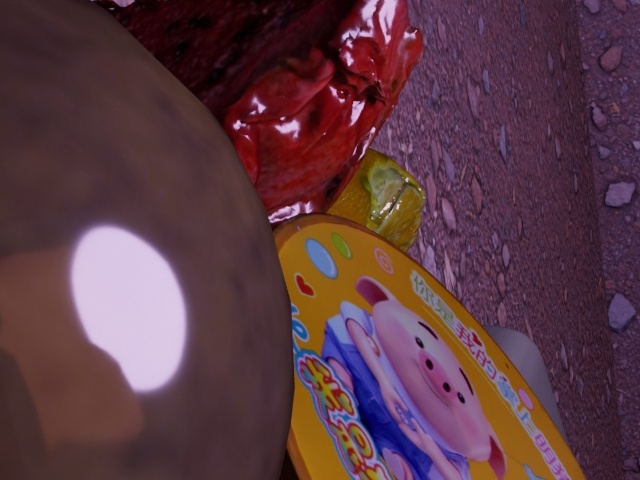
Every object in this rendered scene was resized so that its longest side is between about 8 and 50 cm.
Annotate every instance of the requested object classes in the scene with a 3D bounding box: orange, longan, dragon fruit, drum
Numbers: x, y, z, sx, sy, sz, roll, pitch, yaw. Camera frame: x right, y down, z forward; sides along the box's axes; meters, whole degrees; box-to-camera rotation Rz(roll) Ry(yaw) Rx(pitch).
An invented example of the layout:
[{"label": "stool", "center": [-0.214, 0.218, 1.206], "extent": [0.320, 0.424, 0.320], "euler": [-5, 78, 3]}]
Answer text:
[{"label": "orange", "center": [-0.005, -0.002, 1.079], "extent": [0.179, 0.158, 0.237], "euler": [-56, 176, 37]}, {"label": "longan", "center": [-0.187, 0.073, 0.482], "extent": [0.404, 0.336, 0.404], "euler": [-30, 125, -57]}, {"label": "dragon fruit", "center": [-0.085, -0.095, 0.830], "extent": [0.240, 0.330, 0.302], "euler": [54, 35, -12]}, {"label": "drum", "center": [0.023, 0.210, 0.783], "extent": [0.431, 0.214, 0.431], "euler": [43, 24, -25]}]

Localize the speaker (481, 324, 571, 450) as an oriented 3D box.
[{"label": "speaker", "center": [0.214, 0.307, 1.514], "extent": [0.184, 0.183, 0.406], "euler": [-64, 143, -39]}]
